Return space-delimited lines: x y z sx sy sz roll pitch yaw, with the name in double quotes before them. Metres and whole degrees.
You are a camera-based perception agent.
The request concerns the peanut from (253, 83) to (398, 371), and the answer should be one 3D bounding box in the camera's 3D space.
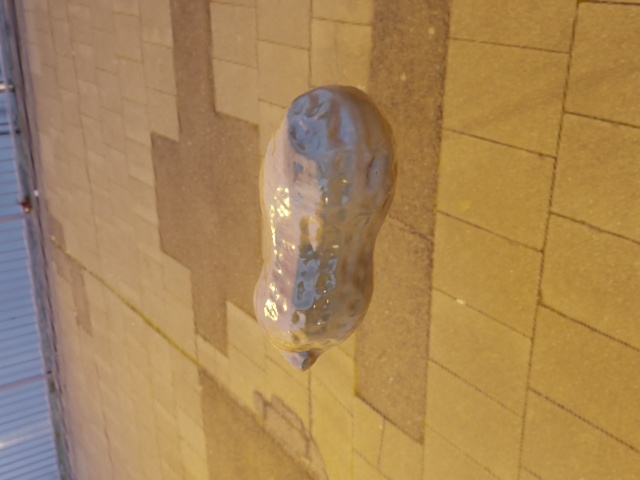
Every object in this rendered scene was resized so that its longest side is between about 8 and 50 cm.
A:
"peanut" 0.000 0.000 0.557 0.117 0.101 0.263 -81 -3 -56
